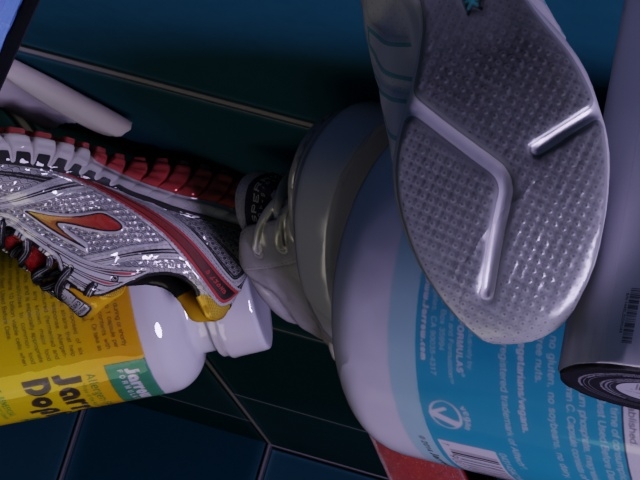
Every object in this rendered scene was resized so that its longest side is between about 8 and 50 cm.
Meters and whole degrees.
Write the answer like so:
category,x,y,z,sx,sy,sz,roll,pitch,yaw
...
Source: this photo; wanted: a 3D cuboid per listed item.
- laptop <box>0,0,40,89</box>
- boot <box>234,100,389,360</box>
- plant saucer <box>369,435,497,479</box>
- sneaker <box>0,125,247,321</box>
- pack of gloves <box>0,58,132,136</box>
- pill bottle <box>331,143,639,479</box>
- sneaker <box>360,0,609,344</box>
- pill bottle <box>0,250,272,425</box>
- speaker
category,x,y,z,sx,sy,sz,roll,pitch,yaw
laptop,-0.191,-0.098,0.467,0.234,0.137,0.264,20,168,-20
boot,0.000,0.000,0.770,0.123,0.095,0.258,31,161,26
plant saucer,0.089,0.161,1.153,0.047,0.259,0.258,-28,158,7
sneaker,-0.140,-0.007,0.858,0.225,0.093,0.088,11,170,-17
pack of gloves,-0.247,-0.088,0.813,0.195,0.046,0.232,2,161,47
pill bottle,0.147,0.033,0.583,0.264,0.146,0.146,9,166,32
sneaker,0.039,-0.048,0.405,0.053,0.152,0.061,-13,174,4
pill bottle,-0.140,0.045,0.974,0.208,0.118,0.117,-11,164,5
speaker,0.100,-0.025,0.410,0.055,0.136,0.055,12,165,3
